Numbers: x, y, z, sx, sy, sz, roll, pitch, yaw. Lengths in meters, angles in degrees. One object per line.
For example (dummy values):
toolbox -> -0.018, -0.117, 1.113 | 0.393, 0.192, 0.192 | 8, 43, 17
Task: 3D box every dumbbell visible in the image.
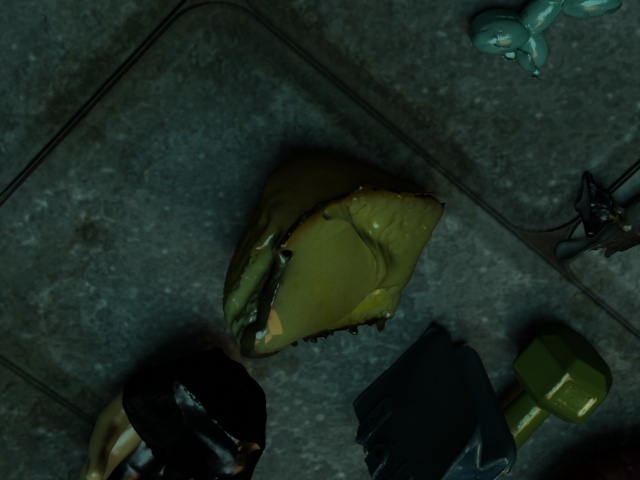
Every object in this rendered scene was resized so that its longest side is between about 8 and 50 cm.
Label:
dumbbell -> 0.208, 0.232, 1.999 | 0.121, 0.108, 0.302 | 33, 111, -22

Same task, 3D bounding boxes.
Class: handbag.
handbag -> 0.116, 0.215, 1.911 | 0.062, 0.229, 0.179 | 35, 111, -27

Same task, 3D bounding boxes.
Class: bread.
bread -> 0.000, 0.000, 1.818 | 0.262, 0.162, 0.204 | -5, 130, -54

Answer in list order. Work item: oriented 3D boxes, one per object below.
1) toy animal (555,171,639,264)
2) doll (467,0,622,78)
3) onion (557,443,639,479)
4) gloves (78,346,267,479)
toy animal -> 0.359, -0.028, 1.904 | 0.202, 0.070, 0.105 | -12, 133, -2
doll -> 0.223, -0.246, 1.757 | 0.158, 0.059, 0.159 | -23, 121, 5
onion -> 0.380, 0.354, 2.033 | 0.256, 0.272, 0.230 | 23, 89, -24
gloves -> -0.171, 0.250, 1.947 | 0.197, 0.152, 0.301 | 46, 114, -4
